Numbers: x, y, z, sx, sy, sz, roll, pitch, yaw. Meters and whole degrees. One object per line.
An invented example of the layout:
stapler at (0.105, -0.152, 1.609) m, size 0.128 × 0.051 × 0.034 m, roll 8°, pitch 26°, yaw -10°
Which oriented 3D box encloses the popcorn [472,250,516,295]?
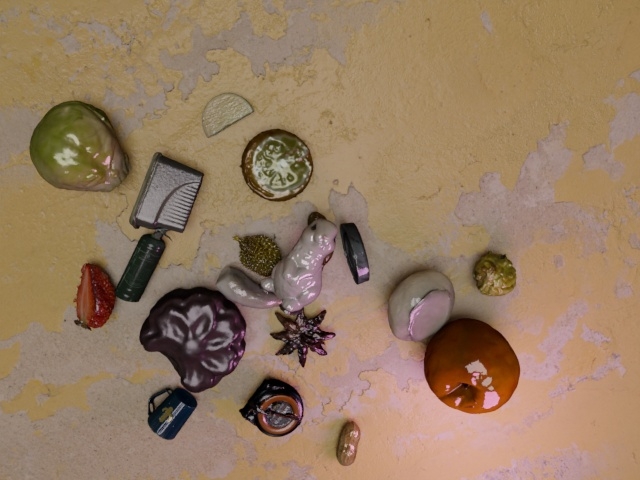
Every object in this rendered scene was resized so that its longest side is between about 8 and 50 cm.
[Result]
popcorn at (0.658, 0.124, 1.850) m, size 0.174 × 0.142 × 0.173 m, roll 0°, pitch 72°, yaw 1°

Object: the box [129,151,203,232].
box at (-0.529, -0.148, 1.702) m, size 0.178 × 0.138 × 0.274 m, roll 19°, pitch 88°, yaw -11°

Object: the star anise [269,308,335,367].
star anise at (-0.072, 0.372, 1.871) m, size 0.272 × 0.102 × 0.271 m, roll 0°, pitch 101°, yaw 0°

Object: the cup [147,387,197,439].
cup at (-0.579, 0.648, 1.894) m, size 0.176 × 0.131 × 0.155 m, roll 42°, pitch 92°, yaw 15°

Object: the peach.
peach at (0.564, 0.460, 1.829) m, size 0.343 × 0.301 × 0.342 m, roll 12°, pitch 122°, yaw 20°

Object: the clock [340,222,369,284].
clock at (0.122, 0.044, 1.754) m, size 0.049 × 0.226 × 0.226 m, roll -16°, pitch 102°, yaw -6°

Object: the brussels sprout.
brussels sprout at (-0.806, -0.296, 1.631) m, size 0.274 × 0.243 × 0.316 m, roll -28°, pitch 108°, yaw -22°

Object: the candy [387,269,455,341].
candy at (0.371, 0.240, 1.828) m, size 0.296 × 0.185 × 0.295 m, roll -17°, pitch 128°, yaw -22°

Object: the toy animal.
toy animal at (-0.045, 0.076, 1.725) m, size 0.194 × 0.258 × 0.357 m, roll 37°, pitch 108°, yaw 14°

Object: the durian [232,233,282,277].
durian at (-0.234, 0.045, 1.797) m, size 0.208 × 0.102 × 0.146 m, roll 39°, pitch 102°, yaw -6°

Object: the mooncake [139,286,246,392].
mooncake at (-0.452, 0.350, 1.798) m, size 0.381 × 0.212 × 0.350 m, roll 40°, pitch 90°, yaw -12°

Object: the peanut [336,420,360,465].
peanut at (0.111, 0.822, 1.979) m, size 0.083 × 0.093 × 0.194 m, roll 15°, pitch 104°, yaw 21°

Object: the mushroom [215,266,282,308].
mushroom at (-0.256, 0.195, 1.819) m, size 0.270 × 0.118 × 0.103 m, roll 28°, pitch 137°, yaw -10°

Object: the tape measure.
tape measure at (-0.174, 0.650, 1.908) m, size 0.223 × 0.135 × 0.202 m, roll 38°, pitch 87°, yaw -12°

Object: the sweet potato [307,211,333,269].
sweet potato at (0.006, 0.001, 1.823) m, size 0.081 × 0.062 × 0.233 m, roll -6°, pitch 106°, yaw 14°

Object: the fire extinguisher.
fire extinguisher at (-0.633, 0.076, 1.780) m, size 0.114 × 0.095 × 0.311 m, roll 24°, pitch 100°, yaw -21°

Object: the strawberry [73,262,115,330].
strawberry at (-0.810, 0.210, 1.792) m, size 0.175 × 0.107 × 0.236 m, roll 40°, pitch 112°, yaw 31°

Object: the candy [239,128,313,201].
candy at (-0.152, -0.263, 1.729) m, size 0.260 × 0.118 × 0.259 m, roll -1°, pitch 103°, yaw -6°

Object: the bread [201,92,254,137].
bread at (-0.340, -0.453, 1.721) m, size 0.193 × 0.036 × 0.112 m, roll -29°, pitch 97°, yaw 6°
